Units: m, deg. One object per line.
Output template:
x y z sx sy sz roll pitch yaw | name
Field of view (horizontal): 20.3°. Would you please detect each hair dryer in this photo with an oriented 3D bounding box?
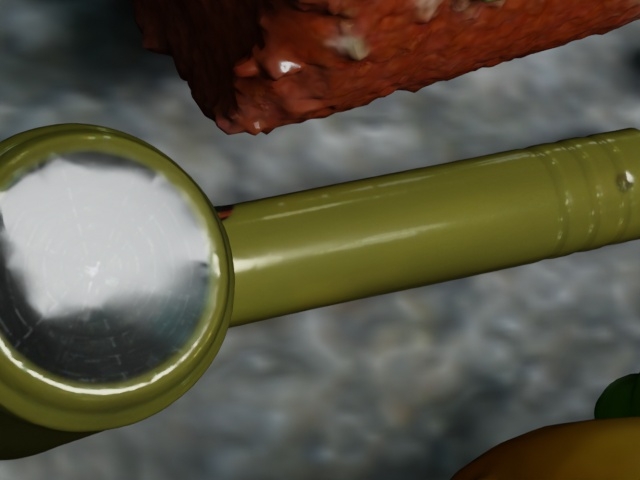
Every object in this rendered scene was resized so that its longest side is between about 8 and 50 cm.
0.000 0.000 0.581 0.279 0.135 0.090 -12 84 -24 | hair dryer

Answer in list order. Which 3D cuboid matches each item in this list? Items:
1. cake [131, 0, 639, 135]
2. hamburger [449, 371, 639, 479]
-0.012 -0.170 0.537 0.151 0.177 0.283 -19 47 -15 | cake
0.166 0.216 0.436 0.277 0.396 0.395 -13 83 -17 | hamburger
